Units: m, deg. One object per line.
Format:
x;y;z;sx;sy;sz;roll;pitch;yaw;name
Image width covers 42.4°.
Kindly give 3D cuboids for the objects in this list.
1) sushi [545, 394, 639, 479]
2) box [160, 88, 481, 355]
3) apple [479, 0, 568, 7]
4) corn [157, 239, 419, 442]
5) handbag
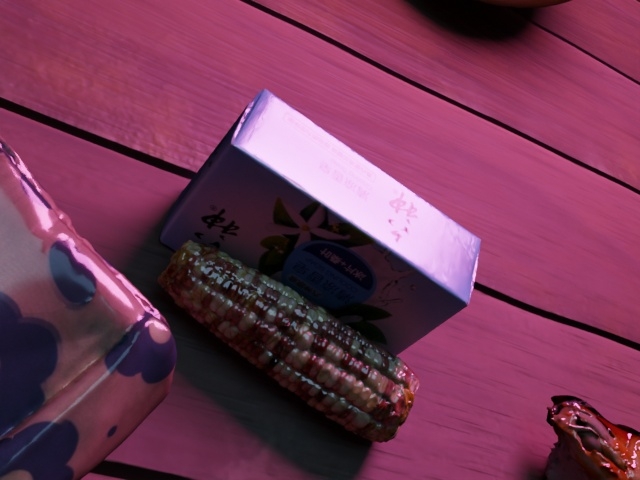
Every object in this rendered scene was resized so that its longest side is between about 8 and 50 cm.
0.295;0.241;0.782;0.226;0.103;0.097;34;18;-8;sushi
0.000;0.000;0.698;0.232;0.142;0.083;33;45;-14;box
0.306;-0.557;1.137;0.473;0.473;0.474;20;49;-25;apple
-0.023;0.080;0.676;0.237;0.079;0.079;36;44;-7;corn
-0.215;0.082;0.409;0.190;0.251;0.193;51;53;-5;handbag
